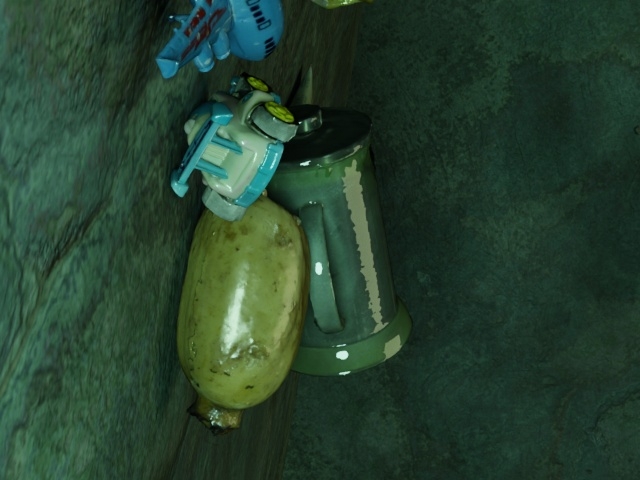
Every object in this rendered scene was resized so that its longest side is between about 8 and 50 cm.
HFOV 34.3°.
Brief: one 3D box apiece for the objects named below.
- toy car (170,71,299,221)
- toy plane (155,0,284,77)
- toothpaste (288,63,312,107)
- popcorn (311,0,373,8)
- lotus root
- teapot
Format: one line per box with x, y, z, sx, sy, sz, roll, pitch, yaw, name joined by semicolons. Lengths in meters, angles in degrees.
-0.101;-0.112;1.041;0.126;0.098;0.161;-53;-142;24;toy car
-0.081;-0.215;0.795;0.271;0.105;0.254;92;10;-69;toy plane
-0.037;-0.212;1.780;0.056;0.058;0.314;50;23;-21;toothpaste
0.039;-0.452;1.732;0.145;0.125;0.126;169;-79;-74;popcorn
-0.087;0.079;1.165;0.160;0.146;0.284;17;86;-63;lotus root
0.000;0.000;1.342;0.270;0.200;0.337;-86;166;-63;teapot
